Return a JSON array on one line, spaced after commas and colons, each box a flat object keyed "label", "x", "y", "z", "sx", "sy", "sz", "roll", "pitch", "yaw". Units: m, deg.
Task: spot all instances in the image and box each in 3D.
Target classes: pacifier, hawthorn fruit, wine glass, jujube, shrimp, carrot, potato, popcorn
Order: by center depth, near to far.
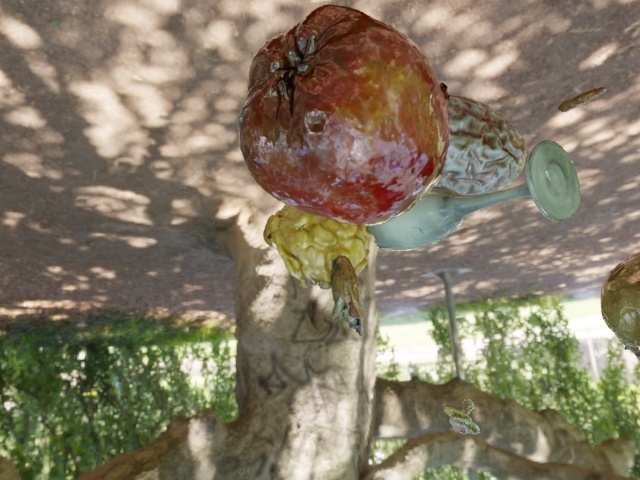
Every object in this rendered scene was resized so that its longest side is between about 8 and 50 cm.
[{"label": "hawthorn fruit", "x": 0.034, "y": -0.102, "z": 0.499, "sx": 0.185, "sy": 0.185, "sz": 0.202, "roll": -18, "pitch": 145, "yaw": 39}, {"label": "potato", "x": 0.472, "y": 0.064, "z": 0.664, "sx": 0.296, "sy": 0.141, "sz": 0.192, "roll": -19, "pitch": -144, "yaw": -28}, {"label": "wine glass", "x": 0.239, "y": 0.018, "z": 0.786, "sx": 0.096, "sy": 0.264, "sz": 0.310, "roll": -47, "pitch": -163, "yaw": -30}, {"label": "pacifier", "x": 0.283, "y": 0.339, "z": 1.072, "sx": 0.068, "sy": 0.064, "sz": 0.083, "roll": -4, "pitch": 134, "yaw": 49}, {"label": "shrimp", "x": 0.053, "y": 0.137, "z": 1.079, "sx": 0.066, "sy": 0.117, "sz": 0.262, "roll": -12, "pitch": 134, "yaw": 3}, {"label": "popcorn", "x": 0.000, "y": 0.000, "z": 1.198, "sx": 0.250, "sy": 0.190, "sz": 0.250, "roll": 21, "pitch": -163, "yaw": -7}, {"label": "jujube", "x": 0.309, "y": -0.210, "z": 1.240, "sx": 0.317, "sy": 0.226, "sz": 0.226, "roll": 16, "pitch": 155, "yaw": -34}, {"label": "carrot", "x": 0.720, "y": -0.391, "z": 1.525, "sx": 0.036, "sy": 0.035, "sz": 0.165, "roll": -1, "pitch": 174, "yaw": -18}]
